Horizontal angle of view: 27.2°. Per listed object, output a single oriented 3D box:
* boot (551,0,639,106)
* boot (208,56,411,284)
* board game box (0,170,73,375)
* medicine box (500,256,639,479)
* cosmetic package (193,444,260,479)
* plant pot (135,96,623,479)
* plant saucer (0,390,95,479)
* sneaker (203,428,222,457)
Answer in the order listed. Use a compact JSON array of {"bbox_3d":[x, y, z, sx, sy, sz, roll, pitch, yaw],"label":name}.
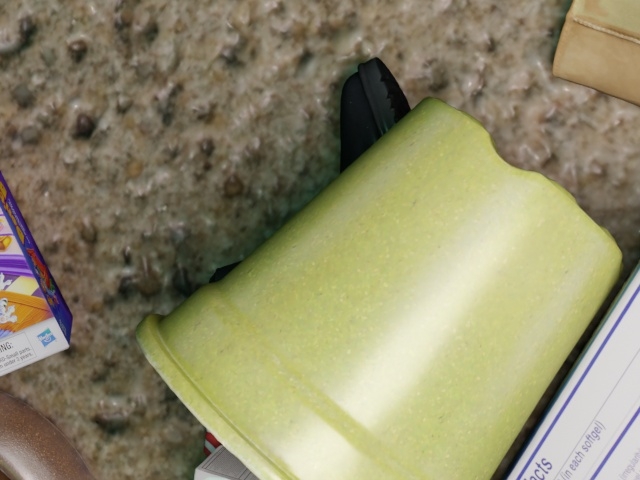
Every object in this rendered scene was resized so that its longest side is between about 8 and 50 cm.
[{"bbox_3d":[0.298,-0.086,0.984,0.269,0.089,0.236,26,97,18],"label":"boot"},{"bbox_3d":[0.000,0.000,1.068,0.207,0.094,0.247,-19,93,13],"label":"boot"},{"bbox_3d":[-0.417,0.044,1.115,0.347,0.078,0.233,-23,109,-1],"label":"board game box"},{"bbox_3d":[0.305,0.150,0.906,0.289,0.149,0.264,33,125,14],"label":"medicine box"},{"bbox_3d":[-0.064,0.298,1.098,0.098,0.060,0.239,15,107,16],"label":"cosmetic package"},{"bbox_3d":[0.061,0.052,0.906,0.276,0.276,0.254,41,92,12],"label":"plant pot"},{"bbox_3d":[-0.340,0.281,1.188,0.310,0.050,0.311,1,97,9],"label":"plant saucer"},{"bbox_3d":[-0.045,0.173,1.117,0.118,0.042,0.067,14,92,24],"label":"sneaker"}]
